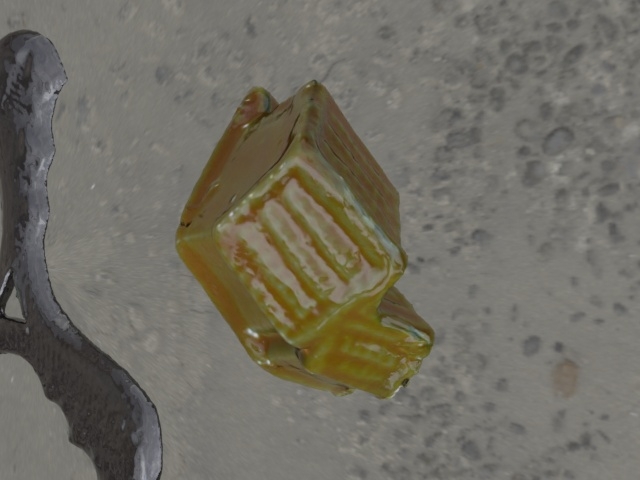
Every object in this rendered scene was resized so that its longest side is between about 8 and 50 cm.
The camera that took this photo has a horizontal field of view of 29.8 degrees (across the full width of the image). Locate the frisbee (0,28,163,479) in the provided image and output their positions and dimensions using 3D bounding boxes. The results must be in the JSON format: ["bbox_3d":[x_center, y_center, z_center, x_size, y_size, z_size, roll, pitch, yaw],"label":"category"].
[{"bbox_3d":[-0.141,0.038,0.526,0.012,0.187,0.211,-1,62,-47],"label":"frisbee"}]

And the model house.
[{"bbox_3d":[0.010,0.005,0.991,0.173,0.239,0.268,-43,103,-22],"label":"model house"}]
